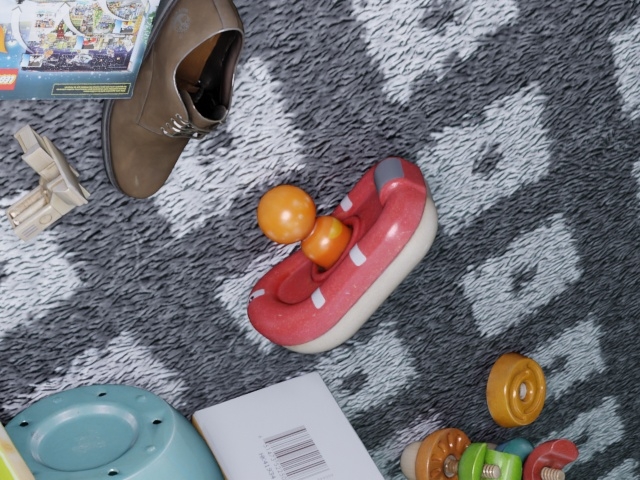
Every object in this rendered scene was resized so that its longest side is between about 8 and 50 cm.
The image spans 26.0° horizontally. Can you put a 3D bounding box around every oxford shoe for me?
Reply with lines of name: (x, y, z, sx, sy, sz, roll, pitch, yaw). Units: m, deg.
oxford shoe: (-0.127, -0.113, 1.188, 0.083, 0.096, 0.227, -6, 137, -35)

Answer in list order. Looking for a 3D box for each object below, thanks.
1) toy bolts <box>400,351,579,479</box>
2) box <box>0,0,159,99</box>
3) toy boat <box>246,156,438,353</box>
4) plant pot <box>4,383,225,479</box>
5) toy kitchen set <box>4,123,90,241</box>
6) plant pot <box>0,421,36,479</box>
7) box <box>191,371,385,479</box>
toy bolts: (0.231, 0.270, 1.896, 0.228, 0.158, 0.218, 30, 70, -40)
box: (-0.238, -0.184, 1.066, 0.233, 0.044, 0.159, -4, 134, -34)
toy boat: (0.000, 0.000, 1.400, 0.151, 0.151, 0.231, 34, 109, -20)
plant pot: (-0.221, 0.291, 1.422, 0.293, 0.293, 0.235, -18, 120, -21)
toy kitchen set: (-0.247, -0.038, 1.200, 0.075, 0.068, 0.083, -36, 143, 2)
plant pot: (-0.365, 0.243, 1.158, 0.227, 0.228, 0.207, 11, 118, -46)
box: (-0.044, 0.363, 1.679, 0.168, 0.215, 0.345, -17, 139, -22)
